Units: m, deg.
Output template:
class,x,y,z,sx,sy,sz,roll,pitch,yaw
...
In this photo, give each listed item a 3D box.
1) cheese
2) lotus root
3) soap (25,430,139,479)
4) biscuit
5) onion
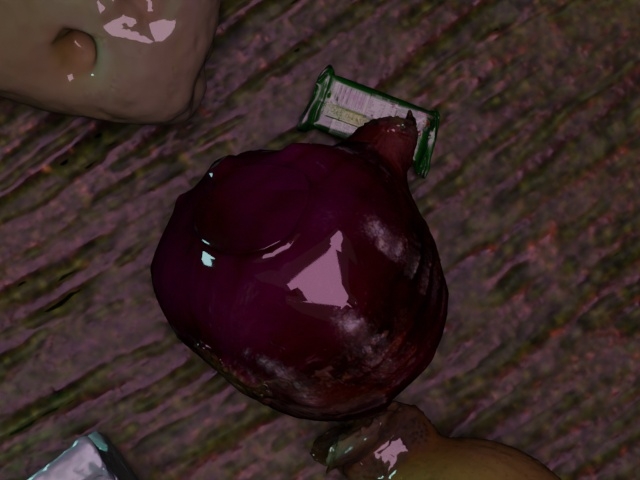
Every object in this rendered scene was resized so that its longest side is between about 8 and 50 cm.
class,x,y,z,sx,sy,sz,roll,pitch,yaw
cheese,-0.186,-0.158,0.662,0.263,0.093,0.159,12,112,-3
lotus root,0.114,0.221,0.672,0.146,0.131,0.303,-39,91,-7
soap,-0.192,0.244,0.669,0.261,0.094,0.150,-36,85,-5
biscuit,0.034,-0.076,0.739,0.089,0.016,0.046,20,87,-3
onion,-0.007,-0.006,0.660,0.173,0.135,0.198,13,71,32
